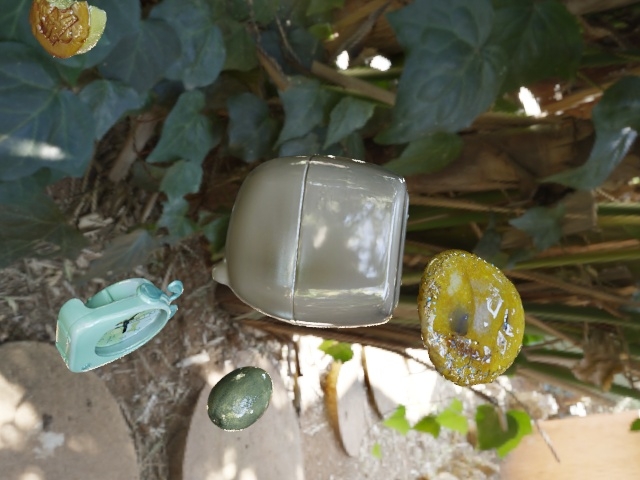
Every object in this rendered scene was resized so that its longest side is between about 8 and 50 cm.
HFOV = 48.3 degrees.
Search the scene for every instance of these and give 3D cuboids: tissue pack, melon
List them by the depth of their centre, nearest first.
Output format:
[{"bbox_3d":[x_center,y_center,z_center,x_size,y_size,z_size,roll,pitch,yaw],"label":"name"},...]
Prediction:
[{"bbox_3d":[0.000,0.000,1.151,0.387,0.277,0.267,2,97,-83],"label":"tissue pack"},{"bbox_3d":[-0.136,0.270,1.229,0.131,0.098,0.098,-37,115,-36],"label":"melon"}]

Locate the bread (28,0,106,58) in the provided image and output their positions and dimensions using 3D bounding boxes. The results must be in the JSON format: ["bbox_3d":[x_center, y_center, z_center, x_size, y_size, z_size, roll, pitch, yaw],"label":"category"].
[{"bbox_3d":[-0.509,-0.431,1.432,0.086,0.156,0.125,-32,140,-61],"label":"bread"}]

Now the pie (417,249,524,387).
[{"bbox_3d":[0.268,0.140,1.297,0.273,0.069,0.273,9,75,-33],"label":"pie"}]

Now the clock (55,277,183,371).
[{"bbox_3d":[-0.293,0.116,1.058,0.189,0.148,0.060,-21,64,-36],"label":"clock"}]
